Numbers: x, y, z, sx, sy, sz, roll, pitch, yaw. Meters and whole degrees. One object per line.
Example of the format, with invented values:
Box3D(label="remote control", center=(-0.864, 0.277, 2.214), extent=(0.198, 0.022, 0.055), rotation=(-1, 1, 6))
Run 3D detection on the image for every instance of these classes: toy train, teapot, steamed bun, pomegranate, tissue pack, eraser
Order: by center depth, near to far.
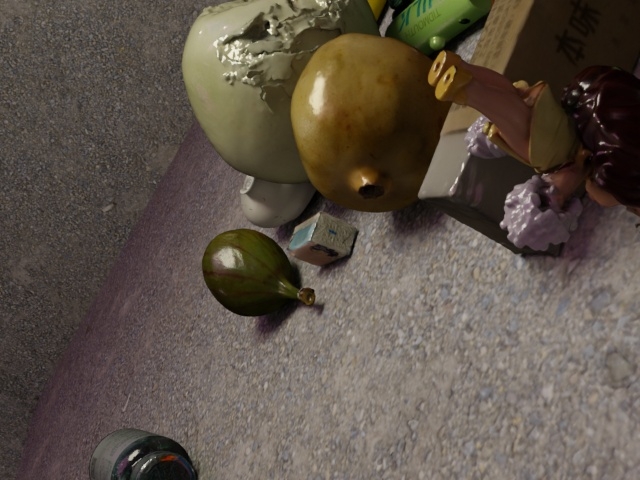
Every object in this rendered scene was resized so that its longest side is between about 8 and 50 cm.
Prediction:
Box3D(label="eraser", center=(0.224, -0.167, 0.743), extent=(0.078, 0.144, 0.343), rotation=(5, 70, 66))
Box3D(label="pomegranate", center=(0.071, -0.152, 0.988), extent=(0.233, 0.233, 0.233), rotation=(-49, 25, 33))
Box3D(label="toy train", center=(0.181, -0.358, 1.142), extent=(0.253, 0.105, 0.157), rotation=(-25, 56, 61))
Box3D(label="tissue pack", center=(0.000, 0.000, 1.166), extent=(0.094, 0.074, 0.059), rotation=(-29, 43, 60))
Box3D(label="steamed bun", center=(-0.025, -0.242, 1.167), extent=(0.334, 0.312, 0.233), rotation=(-35, 29, -16))
Box3D(label="teapot", center=(-0.088, -0.133, 1.420), extent=(0.300, 0.166, 0.208), rotation=(-119, 45, -59))

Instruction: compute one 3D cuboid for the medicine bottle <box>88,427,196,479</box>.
Box3D(label="medicine bottle", center=(-0.307, 0.405, 1.311), extent=(0.293, 0.141, 0.141), rotation=(-19, 48, 62))

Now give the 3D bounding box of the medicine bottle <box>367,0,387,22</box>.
Box3D(label="medicine bottle", center=(0.046, -0.384, 1.512), extent=(0.309, 0.076, 0.111), rotation=(-65, 20, -3))

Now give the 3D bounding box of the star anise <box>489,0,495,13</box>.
Box3D(label="star anise", center=(0.269, -0.356, 0.977), extent=(0.168, 0.057, 0.168), rotation=(-47, 27, 33))

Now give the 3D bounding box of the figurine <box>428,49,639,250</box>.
Box3D(label="figurine", center=(0.194, -0.076, 0.579), extent=(0.175, 0.240, 0.116), rotation=(-91, 15, -54))

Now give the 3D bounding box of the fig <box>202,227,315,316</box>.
Box3D(label="fig", center=(-0.077, 0.058, 1.241), extent=(0.259, 0.151, 0.151), rotation=(6, 69, 41))
